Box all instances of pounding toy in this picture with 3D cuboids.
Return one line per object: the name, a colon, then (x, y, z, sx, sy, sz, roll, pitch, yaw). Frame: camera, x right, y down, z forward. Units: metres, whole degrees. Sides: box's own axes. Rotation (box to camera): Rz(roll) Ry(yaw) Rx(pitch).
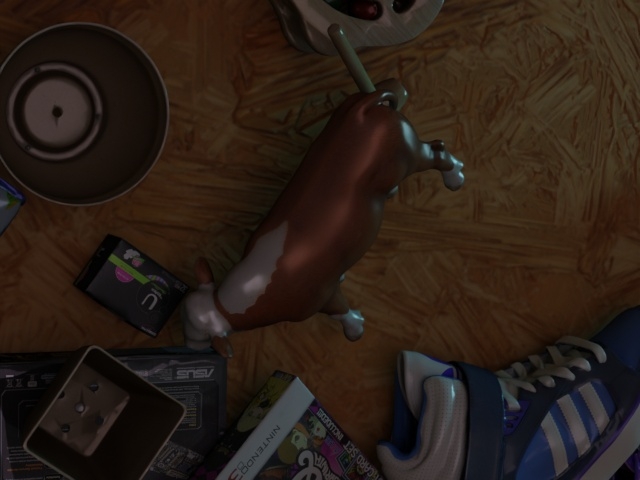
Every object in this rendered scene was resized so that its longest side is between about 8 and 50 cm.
pounding toy: (0.040, -0.248, 1.676, 0.154, 0.155, 0.269, -33, 108, -12)

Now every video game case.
video game case: (-0.032, 0.277, 1.722, 0.210, 0.042, 0.232, -50, 122, -20)

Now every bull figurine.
bull figurine: (0.000, 0.000, 1.674, 0.310, 0.101, 0.188, -53, 148, 12)

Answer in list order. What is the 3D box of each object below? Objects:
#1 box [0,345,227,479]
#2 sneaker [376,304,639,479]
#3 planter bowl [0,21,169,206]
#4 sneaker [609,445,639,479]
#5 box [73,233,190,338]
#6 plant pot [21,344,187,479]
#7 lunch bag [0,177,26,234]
box: (-0.203, 0.195, 1.680, 0.231, 0.056, 0.183, -2, 97, -21)
sneaker: (0.196, 0.149, 1.791, 0.236, 0.130, 0.323, 38, 81, -19)
planter bowl: (-0.229, -0.115, 1.610, 0.162, 0.109, 0.162, -2, 97, -22)
sneaker: (0.366, 0.243, 1.891, 0.236, 0.095, 0.104, -42, 101, -11)
box: (-0.178, 0.042, 1.677, 0.083, 0.052, 0.062, 37, 82, -22)
plant pot: (-0.203, 0.158, 1.593, 0.109, 0.096, 0.109, 37, 81, -21)
lunch bag: (-0.357, -0.032, 1.582, 0.151, 0.096, 0.129, 38, 81, -7)
